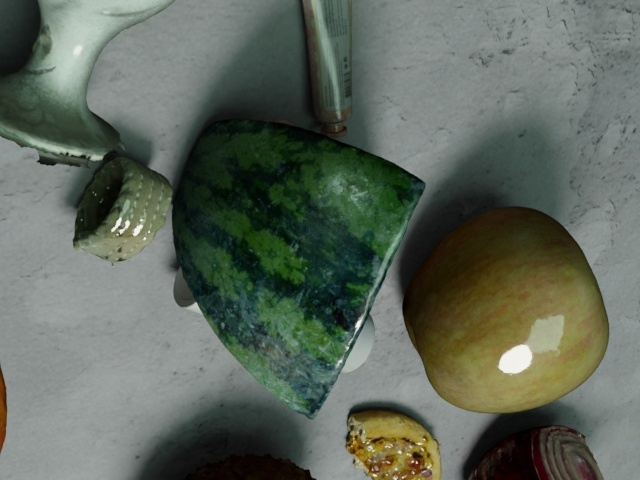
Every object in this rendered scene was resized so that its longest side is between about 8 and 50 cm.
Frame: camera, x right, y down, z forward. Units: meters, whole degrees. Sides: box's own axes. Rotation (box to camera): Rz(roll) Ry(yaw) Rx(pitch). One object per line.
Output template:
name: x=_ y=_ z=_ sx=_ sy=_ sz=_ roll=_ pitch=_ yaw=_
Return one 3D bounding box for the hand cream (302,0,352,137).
hand cream: x=0.009 y=-0.214 z=1.064 sx=0.067 sy=0.043 sz=0.209 roll=-16 pitch=119 yaw=-24

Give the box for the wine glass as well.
wine glass: x=-0.184 y=-0.247 z=0.835 sx=0.191 sy=0.190 sz=0.357 roll=12 pitch=112 yaw=-35

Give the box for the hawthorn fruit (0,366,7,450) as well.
hawthorn fruit: x=-0.470 y=0.089 z=0.698 sx=0.472 sy=0.472 sz=0.471 roll=-15 pitch=124 yaw=-23

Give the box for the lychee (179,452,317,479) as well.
lychee: x=-0.087 y=0.406 z=1.224 sx=0.276 sy=0.304 sz=0.275 roll=-1 pitch=94 yaw=-7

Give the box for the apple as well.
apple: x=0.226 y=0.091 z=1.238 sx=0.234 sy=0.256 sz=0.256 roll=-20 pitch=128 yaw=3

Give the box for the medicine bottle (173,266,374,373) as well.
medicine bottle: x=-0.052 y=0.086 z=1.170 sx=0.260 sy=0.095 sz=0.095 roll=23 pitch=104 yaw=-38

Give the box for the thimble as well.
thimble: x=-0.206 y=-0.029 z=1.015 sx=0.062 sy=0.084 sz=0.110 roll=26 pitch=97 yaw=-39

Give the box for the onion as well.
onion: x=0.320 y=0.411 z=1.518 sx=0.207 sy=0.216 sz=0.206 roll=20 pitch=128 yaw=-33

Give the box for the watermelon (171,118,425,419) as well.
watermelon: x=-0.030 y=0.023 z=1.067 sx=0.250 sy=0.283 sz=0.292 roll=-51 pitch=153 yaw=-8

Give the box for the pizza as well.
pizza: x=0.117 y=0.322 z=1.434 sx=0.127 sy=0.058 sz=0.246 roll=-32 pitch=127 yaw=-10
